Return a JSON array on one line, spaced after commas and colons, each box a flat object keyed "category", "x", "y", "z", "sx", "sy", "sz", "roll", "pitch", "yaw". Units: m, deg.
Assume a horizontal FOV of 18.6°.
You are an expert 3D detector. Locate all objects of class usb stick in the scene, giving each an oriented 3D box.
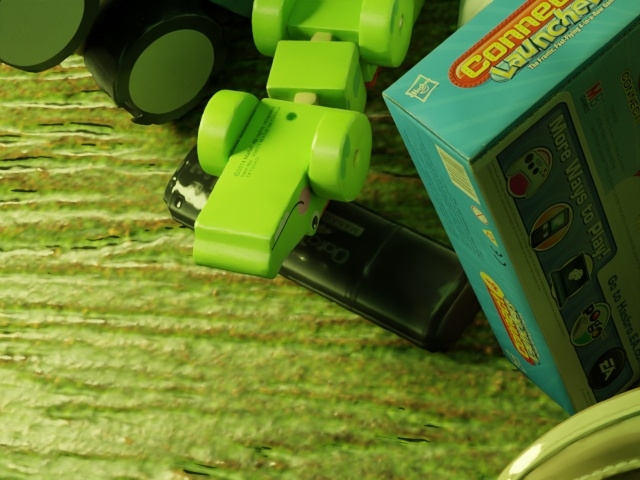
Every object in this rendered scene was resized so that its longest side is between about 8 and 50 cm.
[{"category": "usb stick", "x": 0.000, "y": 0.000, "z": 1.445, "sx": 0.278, "sy": 0.045, "sz": 0.077, "roll": 26, "pitch": 76, "yaw": 33}]

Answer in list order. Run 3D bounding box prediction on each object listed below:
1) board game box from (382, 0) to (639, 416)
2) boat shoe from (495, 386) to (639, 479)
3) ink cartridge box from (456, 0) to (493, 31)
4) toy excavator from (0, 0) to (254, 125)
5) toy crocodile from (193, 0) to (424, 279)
[{"category": "board game box", "x": 0.218, "y": -0.075, "z": 1.247, "sx": 0.302, "sy": 0.308, "sz": 0.086, "roll": -40, "pitch": 51, "yaw": -10}, {"category": "boat shoe", "x": 0.256, "y": 0.146, "z": 1.210, "sx": 0.302, "sy": 0.109, "sz": 0.098, "roll": -16, "pitch": 51, "yaw": 3}, {"category": "ink cartridge box", "x": 0.166, "y": -0.220, "z": 1.452, "sx": 0.045, "sy": 0.206, "sz": 0.208, "roll": 21, "pitch": 57, "yaw": -17}, {"category": "toy excavator", "x": -0.082, "y": -0.329, "z": 1.569, "sx": 0.445, "sy": 0.433, "sz": 0.222, "roll": -55, "pitch": 51, "yaw": 15}, {"category": "toy crocodile", "x": -0.004, "y": -0.102, "z": 1.450, "sx": 0.115, "sy": 0.105, "sz": 0.340, "roll": 7, "pitch": 51, "yaw": 19}]
